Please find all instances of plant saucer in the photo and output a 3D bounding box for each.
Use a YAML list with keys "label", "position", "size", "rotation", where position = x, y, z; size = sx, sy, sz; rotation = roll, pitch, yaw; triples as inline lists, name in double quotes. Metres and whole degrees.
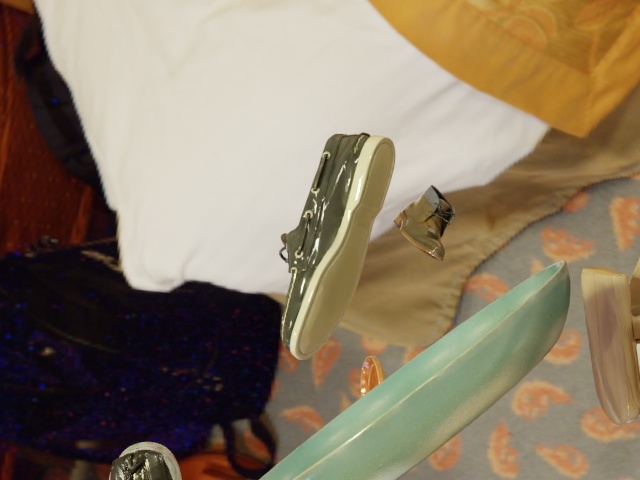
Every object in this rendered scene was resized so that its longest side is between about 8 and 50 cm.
- label: "plant saucer"
  position: [0.067, 0.185, 1.227]
  size: [0.083, 0.013, 0.084]
  rotation: [180, 90, -77]
- label: "plant saucer"
  position: [0.062, 0.126, 0.729]
  size: [0.317, 0.317, 0.044]
  rotation: [-40, 83, 26]

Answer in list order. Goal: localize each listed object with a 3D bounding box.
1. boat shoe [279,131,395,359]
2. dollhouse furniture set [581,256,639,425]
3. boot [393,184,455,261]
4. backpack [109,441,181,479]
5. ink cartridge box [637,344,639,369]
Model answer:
- label: "boat shoe"
  position: [-0.002, -0.001, 1.439]
  size: [0.113, 0.127, 0.340]
  rotation: [19, 91, 28]
- label: "dollhouse furniture set"
  position: [0.472, 0.130, 0.795]
  size: [0.394, 0.362, 0.257]
  rotation: [-161, 61, -78]
- label: "boot"
  position: [0.212, -0.038, 1.911]
  size: [0.106, 0.082, 0.219]
  rotation: [-51, 23, 8]
- label: "backpack"
  position: [-0.293, 0.432, 1.663]
  size: [0.151, 0.115, 0.182]
  rotation: [-8, 88, -6]
- label: "ink cartridge box"
  position: [0.509, 0.179, 1.415]
  size: [0.127, 0.176, 0.128]
  rotation: [-1, 70, 21]
